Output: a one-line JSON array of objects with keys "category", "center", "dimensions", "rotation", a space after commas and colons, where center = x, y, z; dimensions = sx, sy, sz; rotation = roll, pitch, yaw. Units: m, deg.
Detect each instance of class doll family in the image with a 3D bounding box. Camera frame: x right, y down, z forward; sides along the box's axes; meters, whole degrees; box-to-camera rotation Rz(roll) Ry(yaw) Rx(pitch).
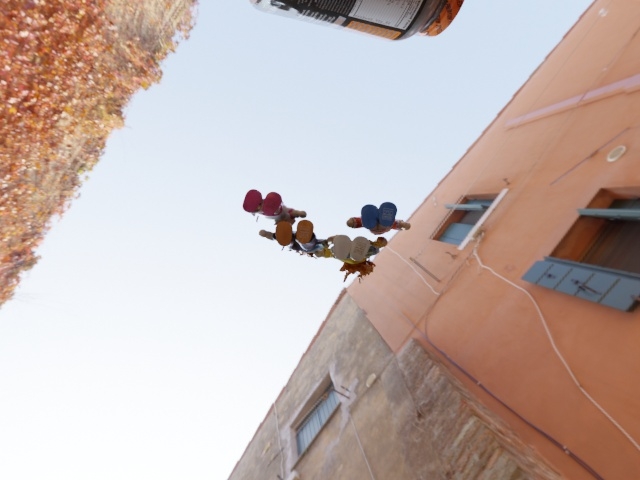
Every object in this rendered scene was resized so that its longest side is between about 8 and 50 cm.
[{"category": "doll family", "center": [0.000, 0.000, 0.677], "dimensions": [0.263, 0.163, 0.118], "rotation": [8, -94, 8]}]

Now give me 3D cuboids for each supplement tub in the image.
[{"category": "supplement tub", "center": [0.058, -0.422, 0.674], "dimensions": [0.316, 0.194, 0.193], "rotation": [2, -85, -23]}]
